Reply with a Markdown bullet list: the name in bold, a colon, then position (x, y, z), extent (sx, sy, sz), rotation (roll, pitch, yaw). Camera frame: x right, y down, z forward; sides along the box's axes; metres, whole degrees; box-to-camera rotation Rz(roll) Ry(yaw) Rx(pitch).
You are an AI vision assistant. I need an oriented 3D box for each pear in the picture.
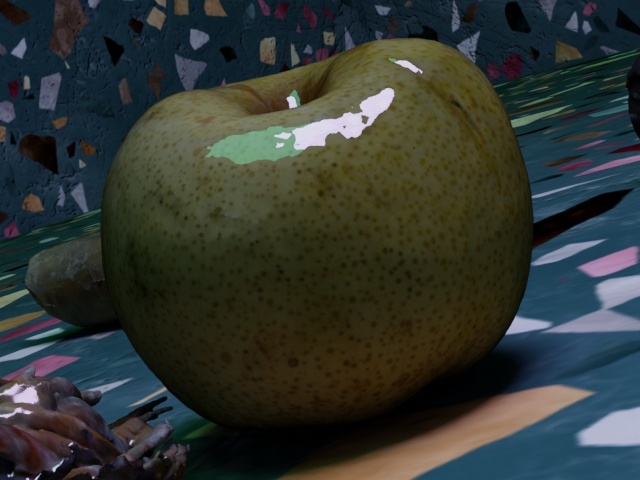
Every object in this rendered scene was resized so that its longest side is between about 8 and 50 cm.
- **pear**: position (0.000, 0.000, 0.542), extent (0.167, 0.136, 0.167), rotation (-14, 10, 2)

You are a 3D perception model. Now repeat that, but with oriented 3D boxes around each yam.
- **yam**: position (-0.132, 0.024, 0.973), extent (0.146, 0.069, 0.070), rotation (-13, 7, 33)

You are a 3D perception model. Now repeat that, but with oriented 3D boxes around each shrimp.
- **shrimp**: position (-0.089, 0.072, 0.420), extent (0.090, 0.079, 0.233), rotation (-9, 3, 14)

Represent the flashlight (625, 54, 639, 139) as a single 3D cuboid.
- **flashlight**: position (0.234, -0.069, 0.812), extent (0.093, 0.093, 0.232), rotation (-16, 12, 6)
